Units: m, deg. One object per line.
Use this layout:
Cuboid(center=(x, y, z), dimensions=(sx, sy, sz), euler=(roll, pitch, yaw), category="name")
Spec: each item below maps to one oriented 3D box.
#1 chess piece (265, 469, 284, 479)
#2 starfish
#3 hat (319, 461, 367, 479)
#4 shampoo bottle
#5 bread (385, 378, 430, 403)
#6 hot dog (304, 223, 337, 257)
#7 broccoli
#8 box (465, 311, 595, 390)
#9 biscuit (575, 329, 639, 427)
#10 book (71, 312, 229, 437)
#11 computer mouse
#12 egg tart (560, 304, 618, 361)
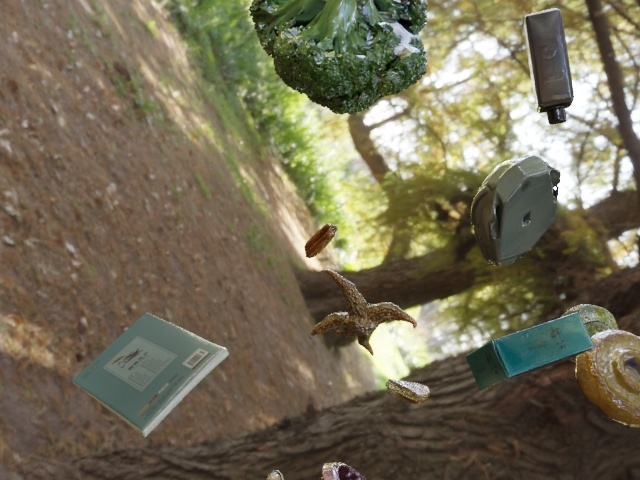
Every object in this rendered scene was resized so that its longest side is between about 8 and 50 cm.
Cuboid(center=(-0.082, 0.705, 1.784), dimensions=(0.172, 0.060, 0.060), euler=(35, -18, 38), category="chess piece")
Cuboid(center=(0.084, 0.236, 1.897), dimensions=(0.293, 0.301, 0.084), euler=(-56, -170, 50), category="starfish")
Cuboid(center=(0.062, 0.574, 1.414), dimensions=(0.205, 0.089, 0.205), euler=(45, 8, -8), category="hat")
Cuboid(center=(0.512, -0.383, 1.464), dimensions=(0.079, 0.080, 0.246), euler=(6, 76, -74), category="shampoo bottle")
Cuboid(center=(0.306, 0.493, 2.135), dimensions=(0.154, 0.136, 0.054), euler=(20, -80, 48), category="bread")
Cuboid(center=(0.002, 0.000, 1.865), dimensions=(0.038, 0.144, 0.062), euler=(20, 46, -27), category="hot dog")
Cuboid(center=(0.040, -0.421, 1.302), dimensions=(0.321, 0.413, 0.310), euler=(5, -52, 45), category="broccoli")
Cuboid(center=(0.484, 0.259, 1.524), dimensions=(0.153, 0.245, 0.092), euler=(117, -45, -64), category="box")
Cuboid(center=(0.794, 0.358, 1.745), dimensions=(0.091, 0.213, 0.274), euler=(103, -11, -53), category="biscuit")
Cuboid(center=(-0.422, 0.306, 1.585), dimensions=(0.379, 0.264, 0.031), euler=(13, -43, 47), category="book")
Cuboid(center=(0.512, -0.089, 1.767), dimensions=(0.145, 0.228, 0.429), euler=(47, -12, 35), category="computer mouse")
Cuboid(center=(0.806, 0.283, 1.966), dimensions=(0.078, 0.197, 0.197), euler=(-106, 173, -77), category="egg tart")
